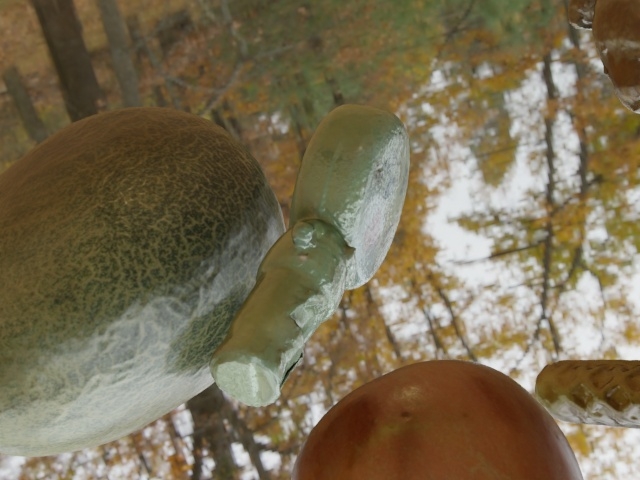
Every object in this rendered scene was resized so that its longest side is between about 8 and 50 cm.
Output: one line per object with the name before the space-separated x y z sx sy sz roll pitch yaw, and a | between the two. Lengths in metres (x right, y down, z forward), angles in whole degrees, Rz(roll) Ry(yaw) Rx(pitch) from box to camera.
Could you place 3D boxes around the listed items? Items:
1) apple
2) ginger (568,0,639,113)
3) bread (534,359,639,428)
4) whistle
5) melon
apple | 0.102 0.226 0.807 0.253 0.254 0.253 -16 -166 4
ginger | 0.417 -0.228 1.037 0.375 0.256 0.176 17 170 43
bread | 0.403 0.200 1.310 0.269 0.087 0.098 -3 -157 42
whistle | 0.000 0.000 0.644 0.067 0.126 0.258 13 -137 16
melon | -0.177 0.034 0.829 0.329 0.249 0.248 -42 -159 -15
